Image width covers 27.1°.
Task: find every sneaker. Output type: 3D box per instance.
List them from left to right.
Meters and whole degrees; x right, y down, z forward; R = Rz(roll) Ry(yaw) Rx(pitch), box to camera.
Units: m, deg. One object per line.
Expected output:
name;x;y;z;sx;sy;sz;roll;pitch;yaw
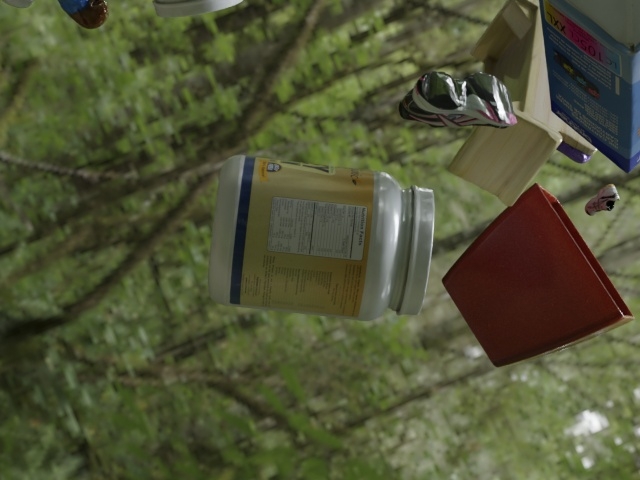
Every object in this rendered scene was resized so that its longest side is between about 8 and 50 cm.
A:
sneaker;0.176;-0.179;1.749;0.077;0.178;0.072;-29;-121;49
sneaker;0.492;-0.062;2.322;0.037;0.032;0.083;63;-31;22

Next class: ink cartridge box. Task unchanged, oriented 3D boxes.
ink cartridge box;0.418;-0.261;1.629;0.151;0.270;0.395;45;-5;21

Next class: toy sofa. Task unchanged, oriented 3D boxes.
toy sofa;0.327;-0.219;2.096;0.150;0.177;0.362;-55;-168;40

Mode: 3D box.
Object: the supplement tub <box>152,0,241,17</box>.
supplement tub;-0.179;-0.408;1.765;0.144;0.144;0.200;-127;-155;-67

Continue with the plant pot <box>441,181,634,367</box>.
plant pot;0.367;0.083;2.322;0.267;0.236;0.267;59;12;12

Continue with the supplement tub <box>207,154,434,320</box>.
supplement tub;0.000;0.000;1.980;0.228;0.316;0.228;-174;-90;-88

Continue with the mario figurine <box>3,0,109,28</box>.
mario figurine;-0.355;-0.404;1.833;0.320;0.170;0.198;38;34;-68
